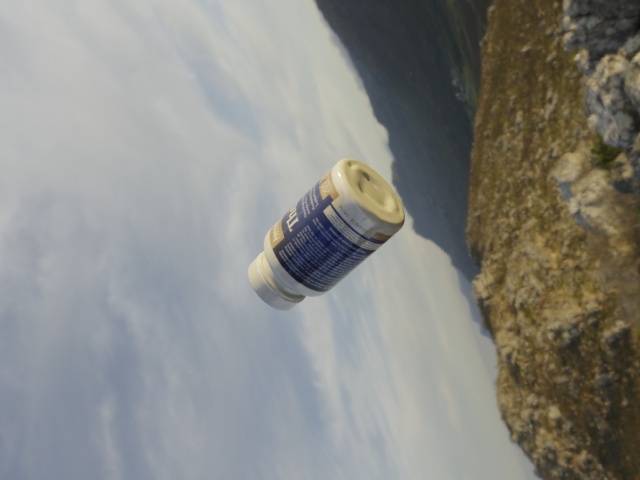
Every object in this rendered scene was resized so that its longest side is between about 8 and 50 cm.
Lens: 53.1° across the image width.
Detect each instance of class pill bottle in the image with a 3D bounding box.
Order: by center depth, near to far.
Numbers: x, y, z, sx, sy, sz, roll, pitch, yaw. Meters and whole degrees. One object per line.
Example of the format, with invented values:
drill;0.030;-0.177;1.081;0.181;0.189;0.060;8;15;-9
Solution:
pill bottle;0.000;0.000;0.483;0.067;0.120;0.067;33;-148;-24
